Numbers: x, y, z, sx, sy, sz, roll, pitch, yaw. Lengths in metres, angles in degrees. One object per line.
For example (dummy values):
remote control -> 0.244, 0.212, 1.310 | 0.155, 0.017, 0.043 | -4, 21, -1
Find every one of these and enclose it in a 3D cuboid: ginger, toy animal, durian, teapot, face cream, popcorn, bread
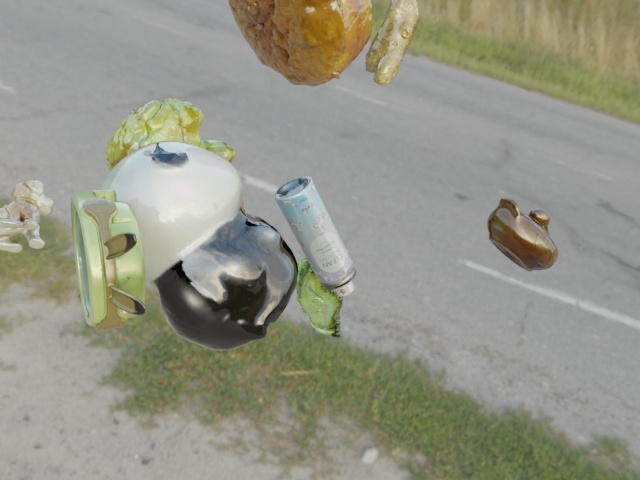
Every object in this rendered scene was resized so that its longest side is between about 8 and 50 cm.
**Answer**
ginger -> 0.150, -0.421, 1.684 | 0.081, 0.206, 0.115 | 22, -4, 0
toy animal -> -0.702, -0.067, 1.770 | 0.183, 0.104, 0.185 | 0, 46, -6
durian -> 0.004, 0.090, 1.648 | 0.132, 0.375, 0.107 | -6, 56, 5
toy animal -> -0.196, -0.002, 1.198 | 0.310, 0.251, 0.251 | 45, 13, -26
teapot -> 0.277, -0.013, 1.068 | 0.129, 0.078, 0.098 | 38, 0, -38
face cream -> 0.000, 0.000, 1.392 | 0.075, 0.229, 0.075 | -22, 27, 12
popcorn -> -0.257, -0.149, 1.354 | 0.212, 0.198, 0.198 | 16, 24, -9
bread -> -0.043, -0.441, 1.460 | 0.312, 0.312, 0.172 | 33, 60, 32

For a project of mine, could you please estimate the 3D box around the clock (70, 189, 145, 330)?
clock -> -0.259, 0.028, 0.975 | 0.069, 0.170, 0.232 | -6, 10, -22

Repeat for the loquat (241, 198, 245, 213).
loquat -> -0.254, -0.076, 1.955 | 0.141, 0.141, 0.141 | 14, 24, -7
